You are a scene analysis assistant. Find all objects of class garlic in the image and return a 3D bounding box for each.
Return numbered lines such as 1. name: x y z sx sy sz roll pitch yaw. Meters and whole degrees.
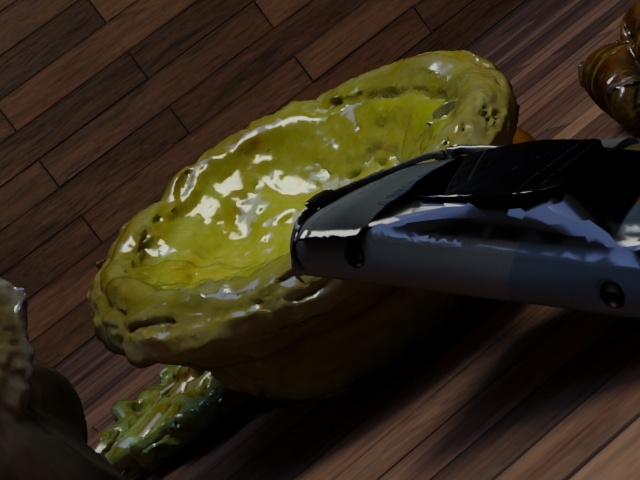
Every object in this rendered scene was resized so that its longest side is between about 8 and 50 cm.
1. garlic: -0.247 0.167 1.032 0.210 0.237 0.292 -30 -33 -23

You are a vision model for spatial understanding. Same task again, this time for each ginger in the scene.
1. ginger: 0.255 -0.130 1.132 0.103 0.073 0.162 -49 10 13

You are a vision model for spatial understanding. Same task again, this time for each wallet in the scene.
1. wallet: 0.113 -0.019 0.763 0.231 0.069 0.170 5 25 36

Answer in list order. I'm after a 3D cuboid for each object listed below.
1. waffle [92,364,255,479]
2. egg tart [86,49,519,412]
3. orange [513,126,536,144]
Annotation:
1. waffle: -0.064 0.084 1.285 0.297 0.073 0.317 -40 12 23
2. egg tart: 0.000 0.000 1.045 0.345 0.132 0.345 -27 25 13
3. orange: 0.139 -0.051 1.168 0.083 0.070 0.083 -33 -5 -3
